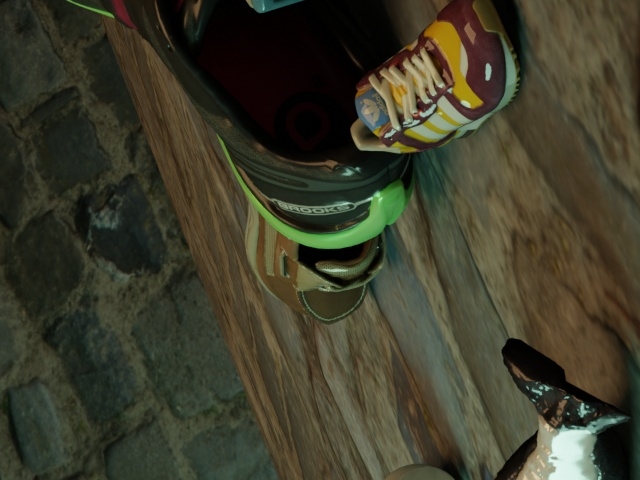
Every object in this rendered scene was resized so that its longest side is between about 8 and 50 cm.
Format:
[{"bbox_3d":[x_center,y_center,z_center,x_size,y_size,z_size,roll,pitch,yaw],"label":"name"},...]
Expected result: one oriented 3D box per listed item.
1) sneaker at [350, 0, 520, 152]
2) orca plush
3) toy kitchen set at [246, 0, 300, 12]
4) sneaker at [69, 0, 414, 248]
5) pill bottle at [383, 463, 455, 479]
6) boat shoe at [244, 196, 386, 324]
[{"bbox_3d":[0.068,-0.097,0.868,0.185,0.084,0.069,109,141,-72],"label":"sneaker"},{"bbox_3d":[0.142,0.162,0.908,0.102,0.151,0.287,-75,-21,-46],"label":"orca plush"},{"bbox_3d":[0.015,-0.220,0.821,0.166,0.122,0.207,-120,16,-45],"label":"toy kitchen set"},{"bbox_3d":[-0.089,-0.211,1.044,0.483,0.185,0.202,45,163,4],"label":"sneaker"},{"bbox_3d":[0.093,0.273,1.325,0.169,0.094,0.094,101,149,-69],"label":"pill bottle"},{"bbox_3d":[0.000,0.000,1.264,0.116,0.123,0.324,50,169,30],"label":"boat shoe"}]
